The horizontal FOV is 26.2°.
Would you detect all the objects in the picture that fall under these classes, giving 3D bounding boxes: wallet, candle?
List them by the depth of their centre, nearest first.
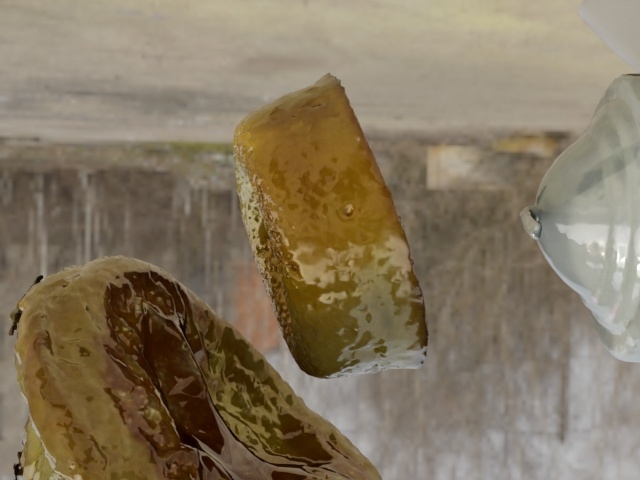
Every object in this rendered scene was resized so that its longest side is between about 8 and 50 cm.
[{"bbox_3d":[0.301,-0.017,0.999,0.343,0.221,0.221,2,180,-3],"label":"candle"},{"bbox_3d":[0.267,-0.183,1.159,0.025,0.061,0.122,42,-168,-37],"label":"wallet"}]

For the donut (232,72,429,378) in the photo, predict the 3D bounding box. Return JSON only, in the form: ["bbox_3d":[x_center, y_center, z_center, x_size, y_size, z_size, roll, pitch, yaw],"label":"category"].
[{"bbox_3d":[-0.001,-0.002,1.227,0.108,0.277,0.277,-17,-177,-9],"label":"donut"}]

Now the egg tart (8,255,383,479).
[{"bbox_3d":[-0.109,0.210,1.158,0.178,0.443,0.443,-43,167,14],"label":"egg tart"}]
